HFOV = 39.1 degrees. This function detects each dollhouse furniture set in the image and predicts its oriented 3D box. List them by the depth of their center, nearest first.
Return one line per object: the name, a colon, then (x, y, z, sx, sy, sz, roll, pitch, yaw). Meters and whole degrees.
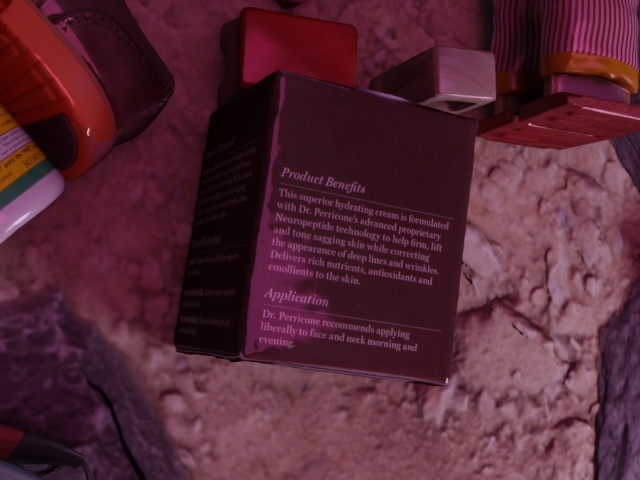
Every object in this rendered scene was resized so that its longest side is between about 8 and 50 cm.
dollhouse furniture set: (0.112, -0.201, 0.773, 0.374, 0.152, 0.201, 4, 84, -24)

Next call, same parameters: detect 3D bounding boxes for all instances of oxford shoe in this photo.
oxford shoe: (-0.243, -0.223, 0.651, 0.133, 0.130, 0.364, -44, 108, -42)

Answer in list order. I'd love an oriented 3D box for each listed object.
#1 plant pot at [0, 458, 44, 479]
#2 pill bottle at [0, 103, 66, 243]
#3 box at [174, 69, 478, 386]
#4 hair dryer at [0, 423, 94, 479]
plant pot: (-0.233, 0.294, 0.521, 0.293, 0.196, 0.293, -6, 102, -31)
pill bottle: (-0.278, -0.079, 0.591, 0.117, 0.117, 0.208, -44, 103, -21)
box: (0.000, 0.000, 0.700, 0.168, 0.167, 0.203, 11, 81, -23)
hair dryer: (-0.299, 0.123, 0.614, 0.223, 0.080, 0.294, -24, 110, -27)
